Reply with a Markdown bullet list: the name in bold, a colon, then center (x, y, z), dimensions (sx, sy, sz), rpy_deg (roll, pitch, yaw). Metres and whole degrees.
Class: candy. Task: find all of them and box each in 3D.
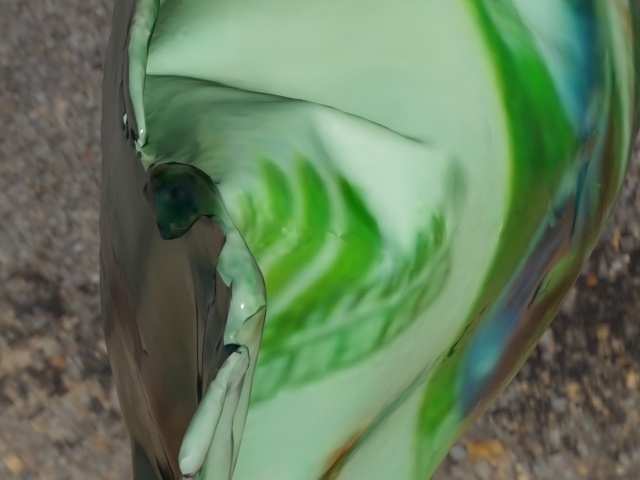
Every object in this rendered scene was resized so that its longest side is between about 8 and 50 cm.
- **candy**: center (0.006, 0.002, 0.587), dimensions (0.172, 0.263, 0.398), rpy_deg (5, 44, 11)
